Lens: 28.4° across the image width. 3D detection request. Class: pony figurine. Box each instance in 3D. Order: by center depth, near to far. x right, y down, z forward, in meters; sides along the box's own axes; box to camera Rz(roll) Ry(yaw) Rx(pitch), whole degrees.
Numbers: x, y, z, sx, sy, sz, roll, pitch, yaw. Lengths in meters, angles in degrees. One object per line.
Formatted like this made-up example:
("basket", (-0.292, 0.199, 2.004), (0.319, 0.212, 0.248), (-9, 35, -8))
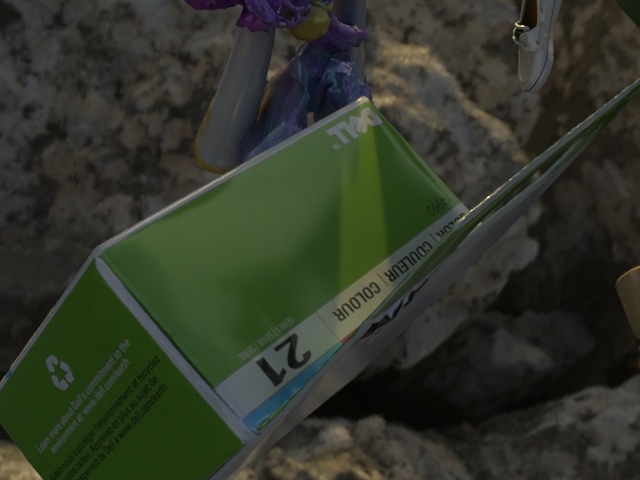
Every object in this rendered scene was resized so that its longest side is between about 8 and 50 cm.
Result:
("pony figurine", (-0.004, -0.203, 0.703), (0.302, 0.363, 0.351), (3, 53, -10))

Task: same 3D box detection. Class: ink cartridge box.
("ink cartridge box", (0.000, 0.000, 0.515), (0.097, 0.255, 0.189), (48, 43, 8))

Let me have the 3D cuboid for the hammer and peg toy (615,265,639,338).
("hammer and peg toy", (0.431, -0.055, 1.151), (0.266, 0.361, 0.127), (-4, 60, -35))

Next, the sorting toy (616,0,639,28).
("sorting toy", (0.292, -0.178, 0.869), (0.126, 0.127, 0.365), (-43, 56, 5))

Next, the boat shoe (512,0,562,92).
("boat shoe", (0.177, -0.175, 1.067), (0.035, 0.100, 0.035), (0, 18, -33))
